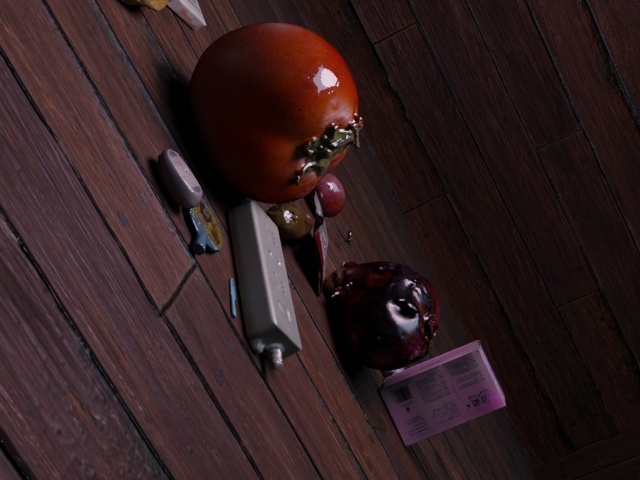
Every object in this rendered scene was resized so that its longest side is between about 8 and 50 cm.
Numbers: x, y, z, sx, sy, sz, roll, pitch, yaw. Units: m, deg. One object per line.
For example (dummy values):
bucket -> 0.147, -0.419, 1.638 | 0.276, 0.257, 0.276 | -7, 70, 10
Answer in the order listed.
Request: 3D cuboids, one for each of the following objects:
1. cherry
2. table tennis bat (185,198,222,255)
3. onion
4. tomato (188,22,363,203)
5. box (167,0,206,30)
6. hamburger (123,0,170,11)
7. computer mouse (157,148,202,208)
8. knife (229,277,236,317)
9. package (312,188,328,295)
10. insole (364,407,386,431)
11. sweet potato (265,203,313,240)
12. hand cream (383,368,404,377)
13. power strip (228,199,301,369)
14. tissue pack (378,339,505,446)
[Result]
cherry -> 0.026, -0.085, 2.230 | 0.107, 0.090, 0.225 | 55, -7, 43
table tennis bat -> -0.182, -0.020, 1.391 | 0.100, 0.019, 0.155 | 60, 11, -22
onion -> 0.139, 0.169, 1.905 | 0.281, 0.221, 0.281 | 29, 28, -17
tomato -> -0.088, -0.237, 1.610 | 0.321, 0.322, 0.321 | 59, 14, -24
box -> -0.315, -0.567, 1.875 | 0.245, 0.035, 0.139 | 69, 14, 19
hamburger -> -0.291, -0.487, 1.594 | 0.155, 0.135, 0.207 | 47, 23, -49
computer mouse -> -0.215, -0.089, 1.345 | 0.096, 0.039, 0.066 | 56, 12, -2
knife -> -0.135, 0.088, 1.398 | 0.014, 0.005, 0.091 | 53, 16, -38
package -> 0.000, 0.000, 1.952 | 0.239, 0.030, 0.154 | -93, 177, -64
insole -> 0.115, 0.373, 1.871 | 0.135, 0.002, 0.045 | 43, 25, -59
sweet potato -> -0.055, -0.035, 1.824 | 0.075, 0.075, 0.273 | 66, 10, 5
hand cream -> 0.162, 0.281, 2.155 | 0.084, 0.053, 0.142 | 54, 6, -38
power strip -> -0.094, 0.069, 1.485 | 0.098, 0.058, 0.338 | 52, 18, -45
tissue pack -> 0.273, 0.343, 2.016 | 0.148, 0.246, 0.092 | 66, 11, -1
